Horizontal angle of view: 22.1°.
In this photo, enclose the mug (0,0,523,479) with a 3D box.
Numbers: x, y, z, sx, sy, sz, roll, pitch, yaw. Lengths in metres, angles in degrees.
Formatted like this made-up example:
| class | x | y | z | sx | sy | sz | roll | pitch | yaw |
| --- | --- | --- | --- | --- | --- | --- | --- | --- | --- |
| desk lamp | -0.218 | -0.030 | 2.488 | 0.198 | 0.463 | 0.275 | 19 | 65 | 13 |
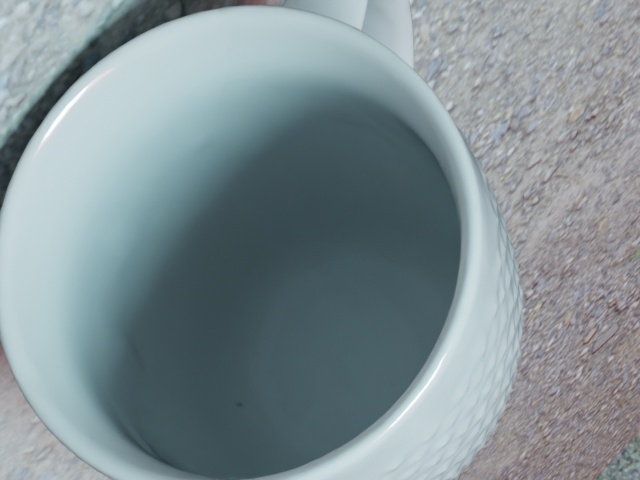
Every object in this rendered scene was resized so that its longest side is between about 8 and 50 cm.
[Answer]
| class | x | y | z | sx | sy | sz | roll | pitch | yaw |
| --- | --- | --- | --- | --- | --- | --- | --- | --- | --- |
| mug | 0.000 | 0.000 | 1.029 | 0.328 | 0.276 | 0.374 | 48 | 51 | -68 |
